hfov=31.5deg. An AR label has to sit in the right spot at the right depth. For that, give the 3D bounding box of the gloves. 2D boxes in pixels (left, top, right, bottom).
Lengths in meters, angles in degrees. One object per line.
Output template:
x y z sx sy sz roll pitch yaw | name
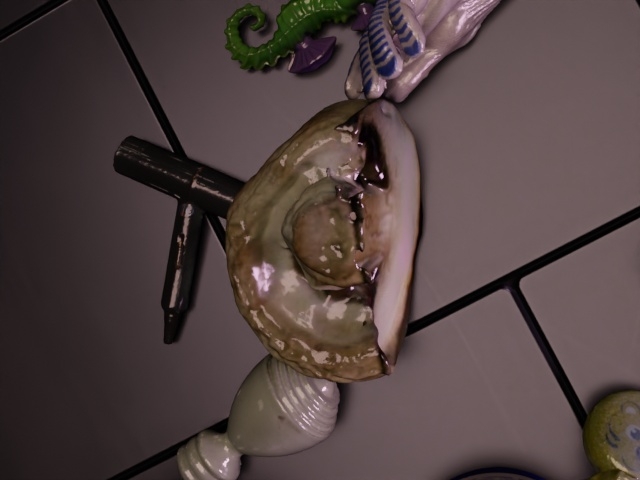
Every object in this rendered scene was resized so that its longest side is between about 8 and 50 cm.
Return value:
0.106 -0.221 1.133 0.229 0.119 0.097 -47 46 -13 | gloves

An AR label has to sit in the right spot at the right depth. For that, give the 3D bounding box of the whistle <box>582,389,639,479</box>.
0.286 0.231 1.081 0.104 0.057 0.198 27 57 7 | whistle

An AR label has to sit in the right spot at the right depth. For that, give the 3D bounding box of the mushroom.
0.002 -0.006 1.117 0.164 0.189 0.267 -1 113 21 | mushroom

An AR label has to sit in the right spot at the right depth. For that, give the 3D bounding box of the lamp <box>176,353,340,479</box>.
-0.064 0.190 1.169 0.193 0.106 0.106 -37 83 16 | lamp

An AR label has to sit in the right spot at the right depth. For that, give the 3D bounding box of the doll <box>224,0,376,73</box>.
-0.015 -0.240 1.185 0.190 0.050 0.115 -32 88 11 | doll

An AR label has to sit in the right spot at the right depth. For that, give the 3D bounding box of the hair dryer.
-0.165 0.006 1.216 0.173 0.050 0.194 25 97 12 | hair dryer

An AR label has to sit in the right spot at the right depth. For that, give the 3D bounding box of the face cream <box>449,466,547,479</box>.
0.177 0.334 1.117 0.206 0.111 0.205 0 88 11 | face cream
